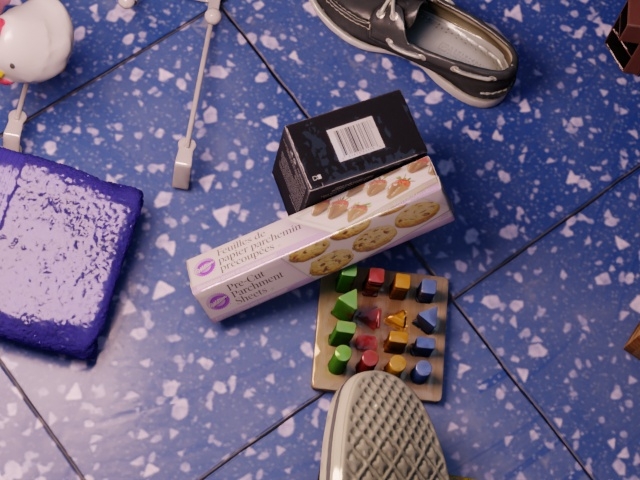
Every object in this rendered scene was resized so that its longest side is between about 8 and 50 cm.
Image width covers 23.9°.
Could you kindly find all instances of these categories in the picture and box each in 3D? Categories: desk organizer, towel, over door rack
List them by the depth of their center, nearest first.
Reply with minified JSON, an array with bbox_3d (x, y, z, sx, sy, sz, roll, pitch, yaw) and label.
[{"bbox_3d":[-0.386,0.001,1.827,0.308,0.076,0.228,17,76,-1],"label":"towel"},{"bbox_3d":[-0.252,-0.243,1.909,0.239,0.108,0.324,9,70,-3],"label":"over door rack"},{"bbox_3d":[0.412,-0.268,1.990,0.050,0.130,0.047,8,69,-2],"label":"desk organizer"}]

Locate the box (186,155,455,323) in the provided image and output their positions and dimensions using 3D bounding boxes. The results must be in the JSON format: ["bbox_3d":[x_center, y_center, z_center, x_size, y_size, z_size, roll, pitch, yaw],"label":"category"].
[{"bbox_3d":[0.000,0.000,1.811,0.324,0.067,0.063,-23,44,5],"label":"box"}]

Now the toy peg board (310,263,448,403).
[{"bbox_3d":[0.078,0.104,1.840,0.160,0.079,0.161,7,70,-4],"label":"toy peg board"}]

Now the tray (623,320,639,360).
[{"bbox_3d":[0.581,0.026,1.936,0.202,0.076,0.411,34,69,5],"label":"tray"}]

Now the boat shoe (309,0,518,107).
[{"bbox_3d":[0.125,-0.286,1.980,0.302,0.091,0.114,26,69,2],"label":"boat shoe"}]

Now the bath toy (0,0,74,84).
[{"bbox_3d":[-0.460,-0.273,1.833,0.348,0.129,0.151,24,107,25],"label":"bath toy"}]

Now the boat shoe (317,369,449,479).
[{"bbox_3d":[0.044,0.391,1.676,0.186,0.156,0.500,14,66,-37],"label":"boat shoe"}]

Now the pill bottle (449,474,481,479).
[{"bbox_3d":[0.160,0.301,1.798,0.083,0.043,0.043,10,69,-3],"label":"pill bottle"}]

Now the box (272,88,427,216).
[{"bbox_3d":[0.032,-0.096,1.863,0.156,0.158,0.093,-19,74,-14],"label":"box"}]
